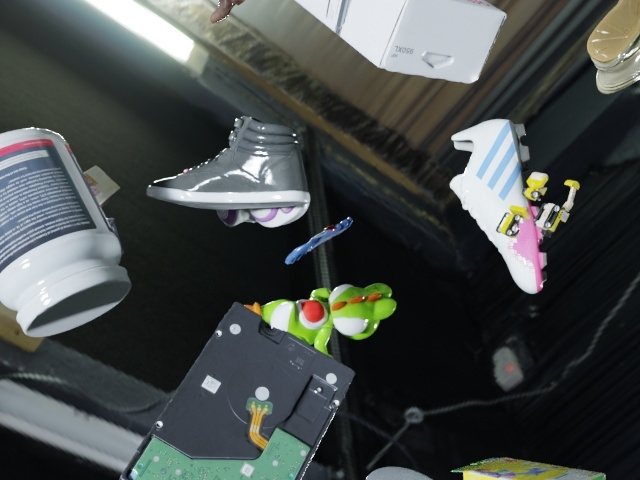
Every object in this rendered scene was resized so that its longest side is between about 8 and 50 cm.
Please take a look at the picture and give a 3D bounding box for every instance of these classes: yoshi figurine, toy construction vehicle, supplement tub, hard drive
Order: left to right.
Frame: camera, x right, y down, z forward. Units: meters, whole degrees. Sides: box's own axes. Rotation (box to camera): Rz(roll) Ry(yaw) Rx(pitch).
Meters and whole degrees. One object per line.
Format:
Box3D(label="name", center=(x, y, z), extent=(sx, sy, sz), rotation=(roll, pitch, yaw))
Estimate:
Box3D(label="supplement tub", center=(-0.420, -0.013, 1.221), extent=(0.191, 0.191, 0.272), rotation=(-7, -117, -59))
Box3D(label="hard drive", center=(-0.121, 0.290, 1.262), extent=(0.237, 0.064, 0.339), rotation=(30, -124, 1))
Box3D(label="yoshi figurine", center=(-0.002, 0.199, 1.902), extent=(0.203, 0.362, 0.203), rotation=(-124, 21, -75))
Box3D(label="toy construction vehicle", center=(0.292, -0.041, 1.080), extent=(0.035, 0.098, 0.086), rotation=(33, 172, -29))

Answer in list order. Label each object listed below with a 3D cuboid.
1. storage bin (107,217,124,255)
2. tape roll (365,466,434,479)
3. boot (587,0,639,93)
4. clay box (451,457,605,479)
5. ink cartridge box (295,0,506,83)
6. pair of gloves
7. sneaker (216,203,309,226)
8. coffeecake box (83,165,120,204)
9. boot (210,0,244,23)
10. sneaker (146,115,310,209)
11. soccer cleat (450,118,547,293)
Box3D(label="storage bin", center=(-0.534, 0.021, 1.764), extent=(0.122, 0.180, 0.084), rotation=(-89, -12, -71))
Box3D(label="tape roll", center=(0.182, 0.573, 1.688), extent=(0.219, 0.072, 0.219), rotation=(16, -157, -7))
Box3D(label="boot", center=(0.640, -0.422, 1.606), extent=(0.095, 0.262, 0.203), rotation=(43, -175, 26))
Box3D(label="clay box", center=(0.339, 0.405, 1.342), extent=(0.128, 0.222, 0.053), rotation=(-1, -94, -42))
Box3D(label="ink cartridge box", center=(0.157, -0.510, 1.751), extent=(0.286, 0.166, 0.395), rotation=(-2, -143, -36))
Box3D(label="pair of gloves", center=(0.000, 0.000, 1.995), extent=(0.023, 0.159, 0.198), rotation=(57, -154, 5))
Box3D(label="sneaker", center=(-0.086, -0.090, 1.537), extent=(0.152, 0.305, 0.114), rotation=(-12, -83, -29))
Box3D(label="coffeecake box", center=(-0.484, -0.043, 1.550), extent=(0.068, 0.185, 0.142), rotation=(43, -164, -9))
Box3D(label="boot", center=(-0.231, -0.529, 1.750), extent=(0.114, 0.106, 0.037), rotation=(24, -145, -54))
Box3D(label="sneaker", center=(-0.156, -0.130, 1.365), extent=(0.104, 0.296, 0.146), rotation=(11, -101, -69))
Box3D(label="soccer cleat", center=(0.305, -0.056, 1.413), extent=(0.116, 0.143, 0.331), rotation=(58, -155, -63))
